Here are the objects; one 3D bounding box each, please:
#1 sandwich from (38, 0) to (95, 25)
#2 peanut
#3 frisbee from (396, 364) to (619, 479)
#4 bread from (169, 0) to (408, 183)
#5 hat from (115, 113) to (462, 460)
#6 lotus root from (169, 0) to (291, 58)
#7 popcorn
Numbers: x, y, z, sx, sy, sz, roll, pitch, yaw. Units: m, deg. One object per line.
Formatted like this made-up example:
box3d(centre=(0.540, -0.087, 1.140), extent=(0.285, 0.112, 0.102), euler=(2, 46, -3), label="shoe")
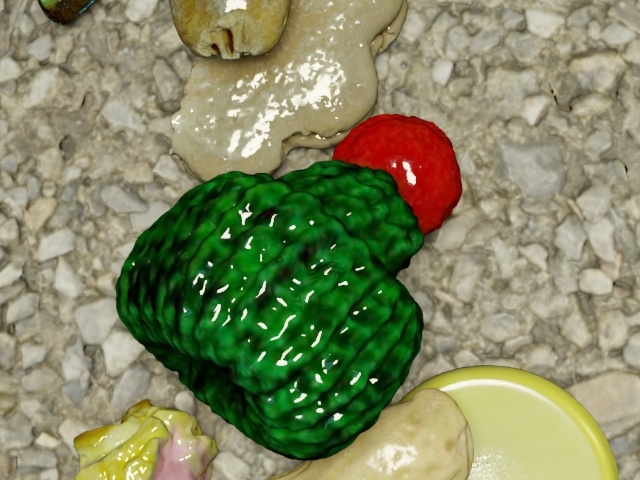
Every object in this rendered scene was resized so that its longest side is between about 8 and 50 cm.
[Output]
box3d(centre=(-0.242, -0.332, 0.943), extent=(0.159, 0.079, 0.235), euler=(1, 79, 18), label="sandwich")
box3d(centre=(0.025, 0.229, 0.797), extent=(0.257, 0.123, 0.123), euler=(-35, 79, 11), label="peanut")
box3d(centre=(0.157, 0.232, 0.839), extent=(0.236, 0.017, 0.236), euler=(-1, 82, 8), label="frisbee")
box3d(centre=(-0.020, -0.201, 0.878), extent=(0.183, 0.102, 0.337), euler=(17, 86, 10), label="bread")
box3d(centre=(0.000, 0.000, 0.781), extent=(0.274, 0.242, 0.332), euler=(16, 57, 47), label="hat")
box3d(centre=(-0.082, -0.252, 0.797), extent=(0.113, 0.088, 0.192), euler=(-4, 85, 12), label="lotus root")
box3d(centre=(-0.163, 0.219, 0.828), extent=(0.126, 0.125, 0.145), euler=(20, 69, 30), label="popcorn")
